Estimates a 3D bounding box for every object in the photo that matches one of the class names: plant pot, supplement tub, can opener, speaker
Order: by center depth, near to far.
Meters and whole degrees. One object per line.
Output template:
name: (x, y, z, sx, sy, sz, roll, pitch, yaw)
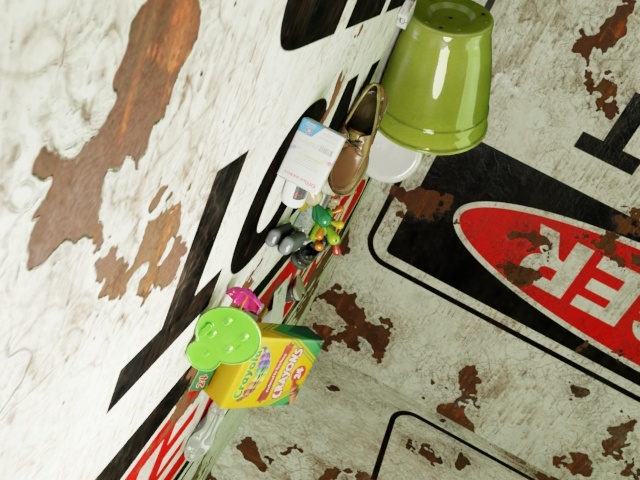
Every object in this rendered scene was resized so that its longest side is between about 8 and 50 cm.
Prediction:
speaker: (-0.042, -0.132, 1.380, 0.055, 0.055, 0.136, -57, 173, -44)
can opener: (-0.077, 0.004, 1.629, 0.093, 0.074, 0.280, -62, 175, 6)
plant pot: (0.349, -0.501, 1.933, 0.353, 0.366, 0.366, 96, 20, -47)
supplement tub: (0.255, -0.332, 2.296, 0.228, 0.228, 0.316, -64, 174, 19)

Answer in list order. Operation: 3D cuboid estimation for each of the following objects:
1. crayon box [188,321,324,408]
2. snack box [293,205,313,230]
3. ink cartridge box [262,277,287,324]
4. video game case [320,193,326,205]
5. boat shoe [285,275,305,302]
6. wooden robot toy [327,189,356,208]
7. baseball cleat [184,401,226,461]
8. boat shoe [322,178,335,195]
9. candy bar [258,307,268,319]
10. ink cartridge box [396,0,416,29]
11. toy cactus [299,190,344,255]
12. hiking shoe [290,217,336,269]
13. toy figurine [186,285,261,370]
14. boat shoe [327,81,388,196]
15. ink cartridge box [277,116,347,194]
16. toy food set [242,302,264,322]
crayon box: (-0.150, 0.307, 1.630, 0.318, 0.081, 0.202, 13, 106, -51)
snack box: (-0.046, -0.046, 1.879, 0.100, 0.037, 0.141, -61, 175, -25)
ink cartridge box: (-0.163, 0.231, 2.272, 0.145, 0.045, 0.180, -49, 148, -66)
video game case: (0.006, -0.119, 2.127, 0.157, 0.019, 0.143, -65, 174, 36)
boat shoe: (-0.104, 0.189, 2.548, 0.064, 0.075, 0.206, -20, -171, 10)
wooden robot toy: (0.080, -0.161, 2.213, 0.076, 0.079, 0.173, -81, -170, -47)
baseball cleat: (-0.344, 0.578, 2.021, 0.206, 0.072, 0.109, -57, 180, -17)
boat shoe: (0.062, -0.190, 1.989, 0.170, 0.059, 0.063, -51, 167, -33)
candy bar: (-0.204, 0.267, 2.062, 0.161, 0.018, 0.040, -57, 177, -47)
ink cartridge box: (0.223, -0.594, 1.726, 0.048, 0.028, 0.083, -62, 175, -7)
toy cactus: (0.001, -0.080, 1.628, 0.219, 0.112, 0.181, -105, 177, -48)
hiking shoe: (0.000, 0.000, 2.131, 0.227, 0.086, 0.114, -55, -166, -32)
toy figurine: (-0.182, 0.165, 1.342, 0.173, 0.130, 0.159, -41, -167, 22)
boat shoe: (0.088, -0.269, 1.739, 0.104, 0.110, 0.308, 25, 83, -81)
ink cartridge box: (-0.016, -0.162, 1.270, 0.123, 0.088, 0.052, -63, 178, 13)
toy food set: (-0.192, 0.278, 1.741, 0.232, 0.104, 0.111, -62, 175, -2)
